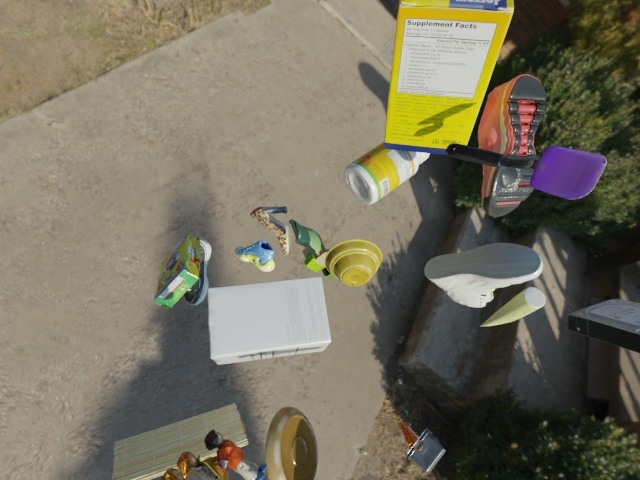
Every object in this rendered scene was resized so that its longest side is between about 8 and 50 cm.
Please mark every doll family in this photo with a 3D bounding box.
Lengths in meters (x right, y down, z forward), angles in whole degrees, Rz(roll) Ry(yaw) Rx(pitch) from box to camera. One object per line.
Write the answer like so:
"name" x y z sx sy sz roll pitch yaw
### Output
"doll family" -0.199 0.443 0.711 0.163 0.263 0.118 37 81 -1

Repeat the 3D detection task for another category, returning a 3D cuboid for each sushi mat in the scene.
"sushi mat" -0.350 0.510 1.015 0.317 0.151 0.019 -10 110 -23

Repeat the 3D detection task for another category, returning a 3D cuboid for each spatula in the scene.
"spatula" 0.355 -0.147 0.751 0.030 0.296 0.084 20 97 -38

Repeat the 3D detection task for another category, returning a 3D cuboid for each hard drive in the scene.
"hard drive" 0.936 0.250 1.137 0.237 0.339 0.064 -10 101 -21

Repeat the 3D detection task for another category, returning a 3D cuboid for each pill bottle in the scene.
"pill bottle" 0.206 -0.227 1.213 0.246 0.136 0.136 -35 88 -17

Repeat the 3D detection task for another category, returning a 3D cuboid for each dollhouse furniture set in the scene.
"dollhouse furniture set" 0.000 0.000 1.858 0.198 0.151 0.301 34 24 -44

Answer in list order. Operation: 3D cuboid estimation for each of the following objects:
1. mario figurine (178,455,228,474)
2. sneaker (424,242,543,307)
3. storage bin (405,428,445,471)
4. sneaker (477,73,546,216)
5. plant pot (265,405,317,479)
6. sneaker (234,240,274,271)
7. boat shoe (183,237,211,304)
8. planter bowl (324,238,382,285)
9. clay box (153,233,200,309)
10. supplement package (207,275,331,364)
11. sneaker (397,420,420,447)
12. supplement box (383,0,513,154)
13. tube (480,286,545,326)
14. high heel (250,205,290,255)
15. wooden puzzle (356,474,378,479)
"mario figurine" -0.394 0.753 1.148 0.198 0.170 0.320 27 90 -8
"sneaker" 0.445 0.099 1.054 0.169 0.293 0.108 41 58 -33
"storage bin" 0.405 0.804 1.528 0.135 0.091 0.098 -50 141 -7
"sneaker" 0.428 -0.214 0.942 0.116 0.136 0.313 2 103 -14
"plant pot" -0.067 0.575 1.091 0.236 0.033 0.236 44 36 -44
"sneaker" -0.289 0.044 1.813 0.240 0.126 0.091 23 18 32
"boat shoe" -0.526 0.143 1.614 0.121 0.335 0.119 24 33 13
"planter bowl" 0.126 0.104 1.473 0.217 0.217 0.090 22 39 -23
"clay box" -0.395 0.073 1.121 0.053 0.127 0.222 38 14 -31
"supplement package" -0.137 0.215 1.067 0.293 0.175 0.177 -5 68 -9
"sneaker" 0.386 0.852 1.745 0.067 0.175 0.064 -46 120 -7
"supplement box" 0.256 -0.382 0.873 0.194 0.356 0.195 8 60 8
"tube" 0.558 0.207 1.171 0.070 0.240 0.062 28 62 11
"high heel" -0.251 -0.046 2.027 0.187 0.093 0.261 -3 104 6
"wooden puzzle" 0.022 0.800 0.986 0.080 0.348 0.322 41 16 -20
